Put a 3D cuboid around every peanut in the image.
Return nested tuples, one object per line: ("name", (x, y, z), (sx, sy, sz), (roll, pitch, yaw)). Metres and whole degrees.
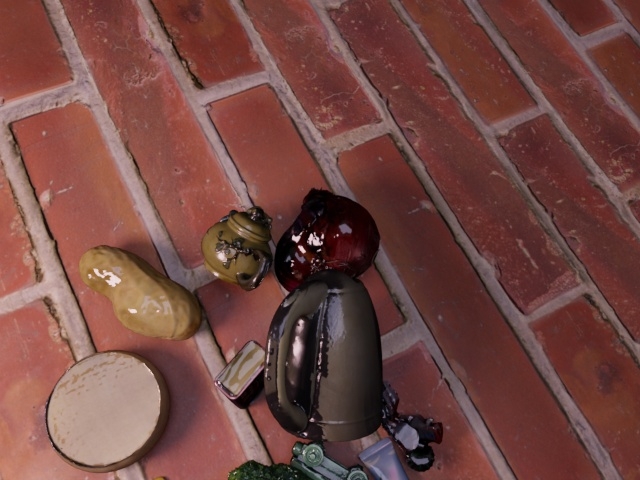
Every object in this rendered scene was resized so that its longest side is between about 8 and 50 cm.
("peanut", (-0.418, 0.124, 1.135), (0.318, 0.147, 0.148), (34, 69, 3))

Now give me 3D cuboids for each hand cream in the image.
("hand cream", (0.181, 0.576, 1.099), (0.088, 0.055, 0.256), (-23, 68, -20))

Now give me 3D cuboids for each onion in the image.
("onion", (0.007, 0.017, 1.194), (0.280, 0.221, 0.281), (-11, 67, 28))

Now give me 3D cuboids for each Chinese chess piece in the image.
("Chinese chess piece", (-0.452, 0.362, 1.060), (0.249, 0.103, 0.250), (3, 68, -7))

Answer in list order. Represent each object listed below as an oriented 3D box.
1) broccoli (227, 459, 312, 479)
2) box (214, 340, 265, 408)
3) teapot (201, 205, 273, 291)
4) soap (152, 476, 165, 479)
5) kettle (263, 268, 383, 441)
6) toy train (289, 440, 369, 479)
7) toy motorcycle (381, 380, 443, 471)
("broccoli", (-0.108, 0.572, 0.959), (0.261, 0.242, 0.269), (41, 66, 17))
("box", (-0.158, 0.293, 1.059), (0.069, 0.224, 0.120), (38, 68, 13))
("teapot", (-0.178, 0.007, 1.169), (0.173, 0.269, 0.183), (22, 104, -35))
("soap", (-0.371, 0.536, 1.053), (0.089, 0.012, 0.034), (-21, 73, -15))
("kettle", (-0.004, 0.223, 1.018), (0.320, 0.228, 0.325), (-4, 97, -52))
("toy train", (0.013, 0.525, 1.074), (0.200, 0.083, 0.132), (28, 77, 9))
("toy motorcycle", (0.197, 0.415, 1.138), (0.122, 0.082, 0.213), (-37, 76, -20))
